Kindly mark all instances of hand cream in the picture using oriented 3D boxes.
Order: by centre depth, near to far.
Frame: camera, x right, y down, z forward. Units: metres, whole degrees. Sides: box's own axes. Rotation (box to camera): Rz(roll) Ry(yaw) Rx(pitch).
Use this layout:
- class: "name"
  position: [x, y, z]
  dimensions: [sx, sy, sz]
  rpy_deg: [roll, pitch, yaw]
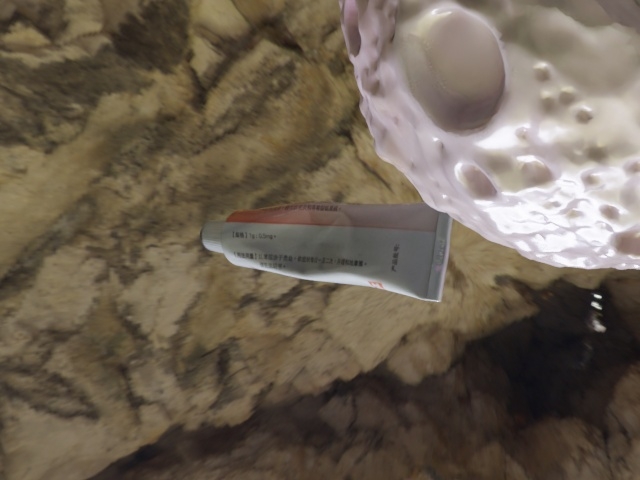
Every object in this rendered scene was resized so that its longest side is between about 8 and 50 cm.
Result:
- class: "hand cream"
  position: [-0.001, -0.001, 0.802]
  dimensions: [0.216, 0.038, 0.052]
  rpy_deg: [5, -66, 45]

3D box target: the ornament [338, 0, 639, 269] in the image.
- class: "ornament"
  position: [0.134, -0.109, 0.618]
  dimensions: [0.259, 0.225, 0.259]
  rpy_deg: [3, -107, -11]
